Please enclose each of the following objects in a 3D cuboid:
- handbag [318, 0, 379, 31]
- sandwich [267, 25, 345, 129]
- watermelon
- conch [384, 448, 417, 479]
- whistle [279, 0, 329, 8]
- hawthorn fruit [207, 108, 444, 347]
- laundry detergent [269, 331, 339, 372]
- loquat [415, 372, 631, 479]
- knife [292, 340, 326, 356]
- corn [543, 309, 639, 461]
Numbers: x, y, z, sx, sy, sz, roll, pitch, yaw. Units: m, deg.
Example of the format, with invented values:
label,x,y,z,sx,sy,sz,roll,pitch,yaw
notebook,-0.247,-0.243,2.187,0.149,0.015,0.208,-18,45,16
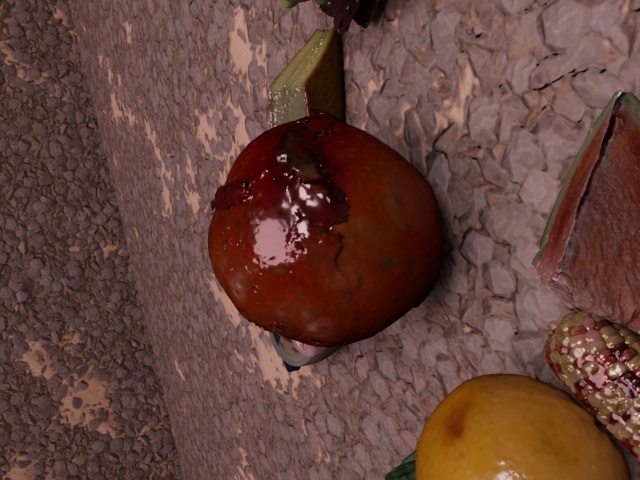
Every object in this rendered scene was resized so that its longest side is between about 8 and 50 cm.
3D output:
label,x,y,z,sx,sy,sz,roll,pitch,yaw
handbag,0.034,-0.406,0.682,0.203,0.074,0.216,60,148,24
sandwich,-0.015,-0.192,0.834,0.094,0.096,0.257,22,123,47
watermelon,0.250,-0.009,0.431,0.136,0.202,0.207,4,112,17
conch,0.158,0.336,0.709,0.188,0.176,0.121,127,168,-76
whistle,0.000,-0.324,0.621,0.227,0.085,0.105,28,136,49
hawthorn fruit,0.013,-0.005,0.685,0.316,0.316,0.315,29,126,50
laundry detergent,-0.042,0.126,0.990,0.215,0.105,0.280,48,141,34
loquat,0.197,0.240,0.550,0.208,0.208,0.207,29,126,50
knife,-0.087,0.110,0.933,0.336,0.043,0.081,28,133,54
corn,0.304,0.163,0.463,0.253,0.086,0.086,52,142,34
